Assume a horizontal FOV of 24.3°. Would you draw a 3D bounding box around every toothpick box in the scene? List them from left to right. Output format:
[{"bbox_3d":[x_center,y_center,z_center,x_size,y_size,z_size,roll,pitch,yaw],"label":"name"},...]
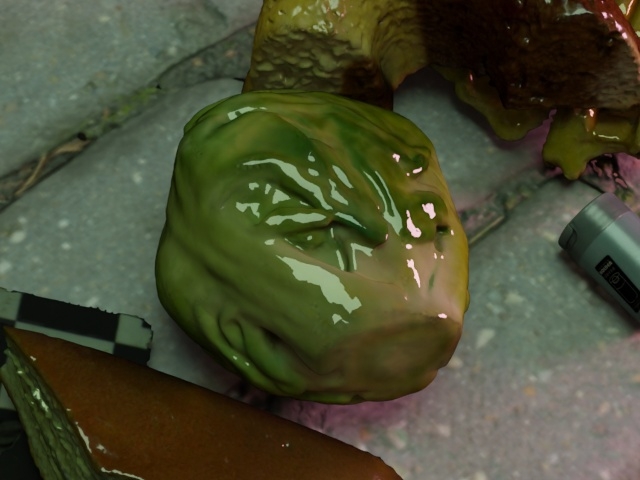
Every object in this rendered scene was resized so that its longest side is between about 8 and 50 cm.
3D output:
[{"bbox_3d":[0.207,0.013,1.003,0.052,0.052,0.083,-34,69,-24],"label":"toothpick box"}]

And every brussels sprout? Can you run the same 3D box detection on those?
[{"bbox_3d":[0.000,0.000,0.931,0.223,0.161,0.223,19,48,-22],"label":"brussels sprout"}]

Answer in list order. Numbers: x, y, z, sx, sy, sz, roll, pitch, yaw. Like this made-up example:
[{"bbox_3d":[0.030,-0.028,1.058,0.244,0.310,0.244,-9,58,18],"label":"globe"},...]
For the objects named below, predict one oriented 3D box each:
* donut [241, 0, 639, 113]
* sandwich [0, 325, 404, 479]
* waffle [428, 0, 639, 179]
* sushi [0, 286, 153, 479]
[{"bbox_3d":[0.084,-0.171,1.021,0.295,0.112,0.151,0,69,8],"label":"donut"},{"bbox_3d":[-0.073,0.137,0.841,0.258,0.094,0.096,21,46,-6],"label":"sandwich"},{"bbox_3d":[0.224,-0.199,1.101,0.325,0.068,0.302,-24,64,-4],"label":"waffle"},{"bbox_3d":[-0.288,0.172,0.831,0.343,0.064,0.359,13,52,-12],"label":"sushi"}]
